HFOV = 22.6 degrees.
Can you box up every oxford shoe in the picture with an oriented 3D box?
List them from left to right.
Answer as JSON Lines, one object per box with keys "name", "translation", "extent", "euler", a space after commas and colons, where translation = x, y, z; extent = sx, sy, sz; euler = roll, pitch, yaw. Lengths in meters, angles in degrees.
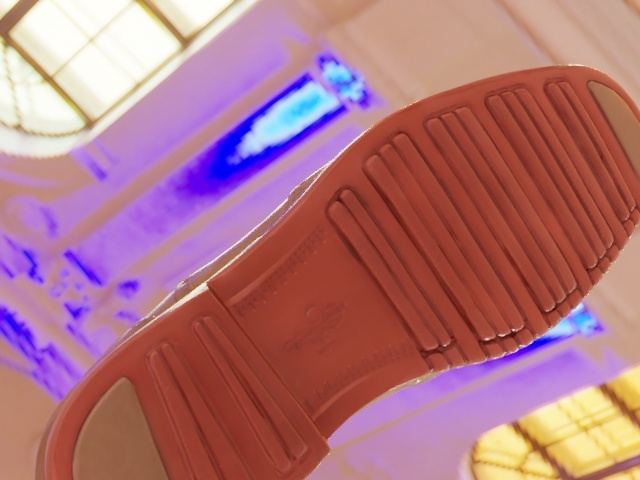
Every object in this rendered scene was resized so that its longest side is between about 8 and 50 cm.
{"name": "oxford shoe", "translation": [0.009, 0.026, 0.859], "extent": [0.397, 0.146, 0.140], "euler": [-30, -85, -23]}
